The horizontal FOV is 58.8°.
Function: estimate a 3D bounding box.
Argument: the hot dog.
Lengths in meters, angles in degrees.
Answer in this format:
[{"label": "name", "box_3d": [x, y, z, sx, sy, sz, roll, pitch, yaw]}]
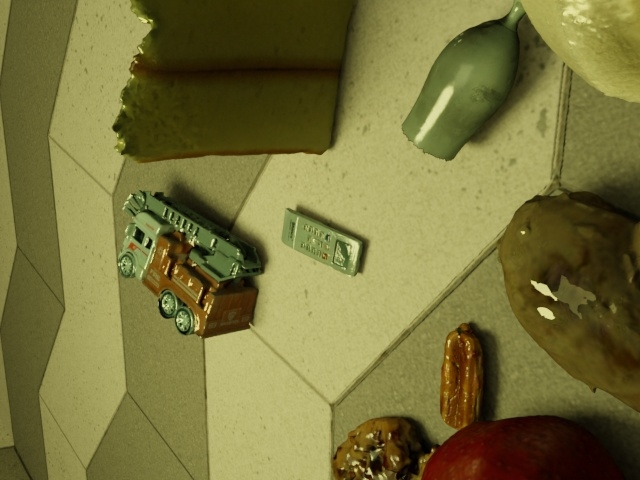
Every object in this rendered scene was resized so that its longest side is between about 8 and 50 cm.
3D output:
[{"label": "hot dog", "box_3d": [0.186, 0.179, 0.741, 0.062, 0.038, 0.144, 11, 104, 46]}]

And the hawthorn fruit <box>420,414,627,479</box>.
[{"label": "hawthorn fruit", "box_3d": [0.200, 0.293, 0.600, 0.230, 0.266, 0.210, -9, 74, 42]}]

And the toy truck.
[{"label": "toy truck", "box_3d": [-0.261, 0.029, 1.095, 0.338, 0.133, 0.184, 34, 111, 32]}]

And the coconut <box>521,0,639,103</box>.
[{"label": "coconut", "box_3d": [0.274, -0.231, 0.428, 0.237, 0.266, 0.237, 4, 126, 6]}]

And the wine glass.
[{"label": "wine glass", "box_3d": [0.173, -0.188, 0.631, 0.093, 0.093, 0.202, 50, 127, 25]}]

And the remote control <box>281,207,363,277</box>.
[{"label": "remote control", "box_3d": [0.000, 0.000, 0.894, 0.162, 0.029, 0.061, 26, 119, 34]}]

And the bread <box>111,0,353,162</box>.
[{"label": "bread", "box_3d": [-0.153, -0.241, 0.758, 0.245, 0.361, 0.233, 27, 118, 35]}]

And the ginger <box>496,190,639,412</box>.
[{"label": "ginger", "box_3d": [0.321, 0.024, 0.505, 0.304, 0.155, 0.245, -35, 67, 35]}]

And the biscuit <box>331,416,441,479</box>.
[{"label": "biscuit", "box_3d": [0.135, 0.424, 0.820, 0.289, 0.081, 0.334, -45, 69, 42]}]
